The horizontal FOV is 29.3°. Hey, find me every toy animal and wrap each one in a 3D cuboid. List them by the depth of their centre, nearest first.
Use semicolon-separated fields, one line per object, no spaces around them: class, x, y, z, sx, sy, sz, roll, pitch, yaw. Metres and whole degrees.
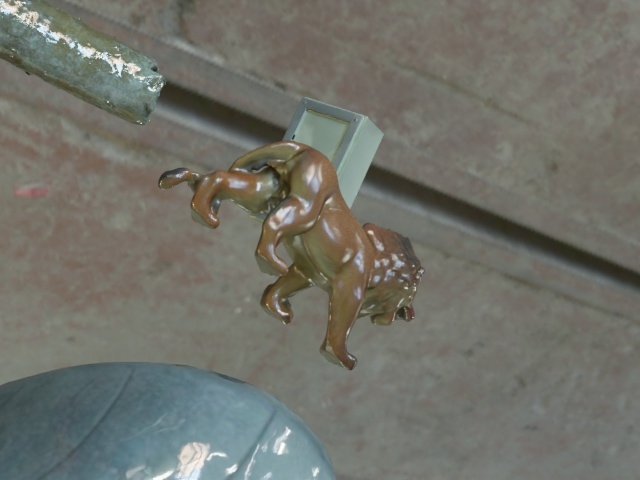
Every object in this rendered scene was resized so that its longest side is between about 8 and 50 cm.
toy animal;0.000;0.000;1.146;0.157;0.097;0.312;-53;131;-21

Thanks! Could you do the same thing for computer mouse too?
computer mouse;-0.168;0.178;0.556;0.371;0.122;0.188;-18;116;7

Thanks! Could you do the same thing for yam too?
yam;-0.310;-0.229;1.455;0.259;0.093;0.093;27;125;-19

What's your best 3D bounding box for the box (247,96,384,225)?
box;-0.007;-0.110;2.028;0.225;0.129;0.086;-65;151;-7
